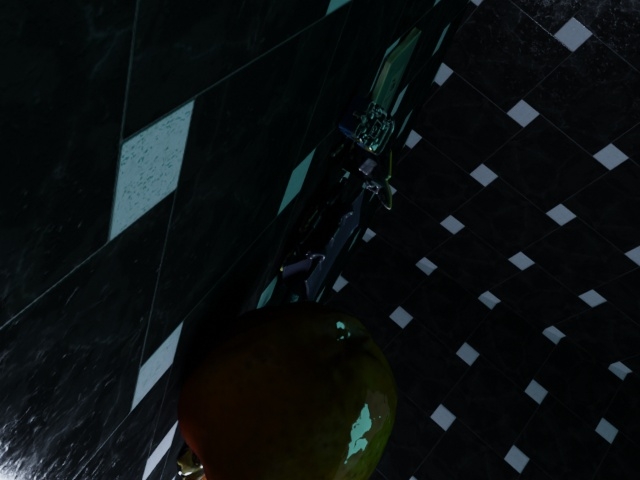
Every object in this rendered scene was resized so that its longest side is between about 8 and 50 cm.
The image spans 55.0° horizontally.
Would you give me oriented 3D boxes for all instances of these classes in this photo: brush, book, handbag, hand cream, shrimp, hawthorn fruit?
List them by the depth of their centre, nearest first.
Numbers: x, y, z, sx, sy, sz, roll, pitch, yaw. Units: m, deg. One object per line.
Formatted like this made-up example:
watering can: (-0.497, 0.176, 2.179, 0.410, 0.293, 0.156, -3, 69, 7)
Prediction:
hawthorn fruit: (-0.056, 0.343, 1.314, 0.472, 0.471, 0.472, -60, 173, -12)
brush: (0.057, -0.245, 1.582, 0.063, 0.016, 0.193, -66, 172, 29)
handbag: (0.000, 0.000, 1.714, 0.303, 0.122, 0.329, -58, 173, -15)
book: (0.176, -0.403, 1.778, 0.264, 0.031, 0.379, -55, 170, -46)
shrimp: (-0.254, 0.563, 1.843, 0.445, 0.110, 0.221, -25, 156, -48)
hand cream: (-0.103, 0.204, 2.118, 0.088, 0.055, 0.256, -57, 167, -65)

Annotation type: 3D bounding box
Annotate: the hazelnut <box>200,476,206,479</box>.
hazelnut: (-0.278, 0.801, 2.033, 0.372, 0.372, 0.316, 91, 0, -76)

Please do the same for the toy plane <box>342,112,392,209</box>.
toy plane: (0.135, -0.189, 1.598, 0.204, 0.103, 0.316, -46, -154, 29)

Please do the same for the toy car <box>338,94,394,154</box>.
toy car: (0.103, -0.283, 1.486, 0.097, 0.100, 0.191, -62, 154, 4)
